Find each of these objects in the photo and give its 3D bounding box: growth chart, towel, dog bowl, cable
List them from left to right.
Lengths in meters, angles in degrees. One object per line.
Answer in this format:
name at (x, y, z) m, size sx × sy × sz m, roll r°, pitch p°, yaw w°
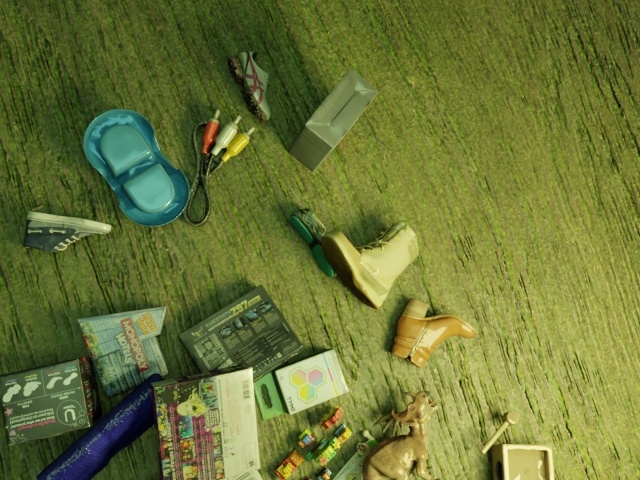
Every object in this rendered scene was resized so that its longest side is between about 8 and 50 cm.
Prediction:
towel at (-0.438, 0.415, 1.513) m, size 0.308 × 0.228 × 0.076 m, roll -42°, pitch 85°, yaw -16°
dog bowl at (-0.431, -0.164, 1.680) m, size 0.166 × 0.074 × 0.297 m, roll -34°, pitch 88°, yaw -14°
cable at (-0.279, -0.181, 1.718) m, size 0.139 × 0.072 × 0.287 m, roll 25°, pitch 78°, yaw -2°
growth chart at (0.101, 0.602, 1.707) m, size 0.172 × 0.021 × 0.237 m, roll 40°, pitch 77°, yaw -5°

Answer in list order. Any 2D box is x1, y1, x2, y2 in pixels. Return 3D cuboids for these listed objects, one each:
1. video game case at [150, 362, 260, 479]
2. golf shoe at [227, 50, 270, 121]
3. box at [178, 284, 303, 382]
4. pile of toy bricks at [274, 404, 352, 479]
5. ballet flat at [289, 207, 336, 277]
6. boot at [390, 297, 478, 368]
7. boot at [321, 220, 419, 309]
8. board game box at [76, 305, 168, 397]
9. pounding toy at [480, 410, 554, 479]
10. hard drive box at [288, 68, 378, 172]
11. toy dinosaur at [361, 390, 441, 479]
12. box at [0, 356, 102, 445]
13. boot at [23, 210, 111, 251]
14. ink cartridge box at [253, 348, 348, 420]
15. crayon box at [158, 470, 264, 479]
video game case at (-0.235, 0.388, 1.479) m, size 0.210 × 0.042 × 0.232 m, roll -9°, pitch 101°, yaw -25°
golf shoe at (-0.159, -0.388, 1.776) m, size 0.086 × 0.067 × 0.186 m, roll -24°, pitch 87°, yaw -16°
box at (-0.184, 0.239, 1.659) m, size 0.232 × 0.059 × 0.183 m, roll -32°, pitch 73°, yaw -15°
pile of toy bricks at (0.002, 0.494, 1.658) m, size 0.212 × 0.105 × 0.118 m, roll -44°, pitch 92°, yaw -14°
ballet flat at (0.000, 0.000, 1.757) m, size 0.070 × 0.070 × 0.188 m, roll -33°, pitch 93°, yaw -15°
boot at (0.280, 0.249, 1.774) m, size 0.197 × 0.073 × 0.152 m, roll 22°, pitch 76°, yaw 4°
boot at (0.128, 0.017, 1.721) m, size 0.203 × 0.095 × 0.262 m, roll -49°, pitch 126°, yaw -16°
board game box at (-0.427, 0.234, 1.630) m, size 0.194 × 0.060 × 0.194 m, roll -22°, pitch 87°, yaw -13°
pounding toy at (0.470, 0.531, 1.764) m, size 0.181 × 0.094 × 0.206 m, roll 3°, pitch 72°, yaw -7°
hard drive box at (0.025, -0.283, 1.715) m, size 0.089 × 0.232 × 0.181 m, roll 39°, pitch 77°, yaw -5°
toy dinosaur at (0.171, 0.501, 1.659) m, size 0.295 × 0.127 × 0.200 m, roll -33°, pitch 87°, yaw -33°
box at (-0.559, 0.331, 1.490) m, size 0.163 × 0.247 × 0.142 m, roll -12°, pitch 83°, yaw -13°
boot at (-0.581, -0.011, 1.637) m, size 0.189 × 0.069 × 0.086 m, roll 8°, pitch 87°, yaw -3°
ink cartridge box at (-0.050, 0.343, 1.692) m, size 0.209 × 0.062 × 0.109 m, roll -18°, pitch 86°, yaw -14°
crayon box at (-0.272, 0.597, 1.568) m, size 0.318 × 0.081 × 0.202 m, roll -31°, pitch 109°, yaw -15°
